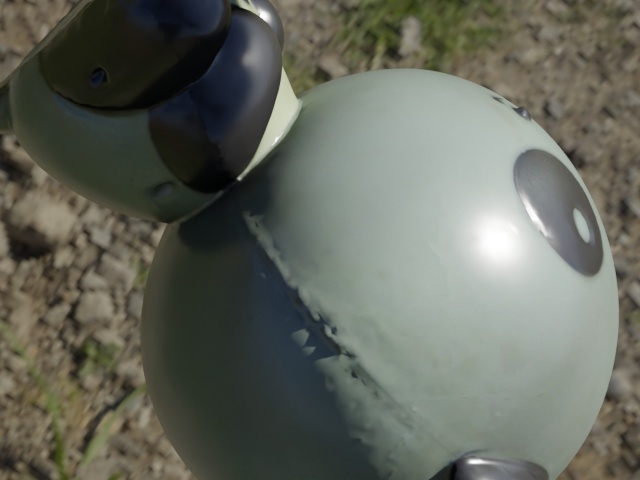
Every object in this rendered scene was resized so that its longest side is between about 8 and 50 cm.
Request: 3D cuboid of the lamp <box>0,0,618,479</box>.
[{"bbox_3d":[0.000,0.000,0.676,0.244,0.198,0.198,50,54,-14],"label":"lamp"}]
